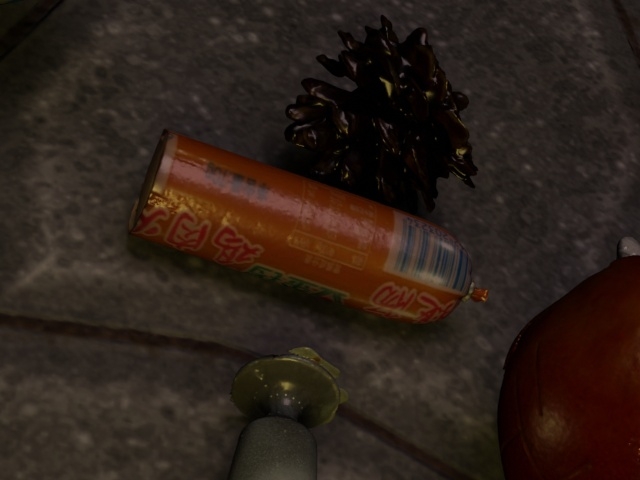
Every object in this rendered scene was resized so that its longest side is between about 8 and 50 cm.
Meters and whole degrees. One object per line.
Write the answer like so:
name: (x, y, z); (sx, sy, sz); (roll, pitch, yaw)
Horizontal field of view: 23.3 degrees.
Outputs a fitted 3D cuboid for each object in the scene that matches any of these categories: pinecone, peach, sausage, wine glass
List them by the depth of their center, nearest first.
wine glass: (-0.025, 0.134, 0.827); (0.072, 0.072, 0.155); (21, 41, -11)
peach: (0.193, 0.118, 0.891); (0.197, 0.197, 0.197); (16, 43, -16)
sausage: (0.000, 0.000, 0.976); (0.234, 0.071, 0.071); (19, 42, -12)
pinecone: (0.040, -0.078, 1.036); (0.121, 0.140, 0.140); (-26, 55, 5)

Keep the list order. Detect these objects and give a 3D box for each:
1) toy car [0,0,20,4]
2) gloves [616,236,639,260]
toy car: (-0.254, -0.220, 0.969); (0.314, 0.166, 0.198); (19, 39, 13)
gloves: (0.279, 0.079, 1.031); (0.219, 0.131, 0.140); (10, 15, 18)
